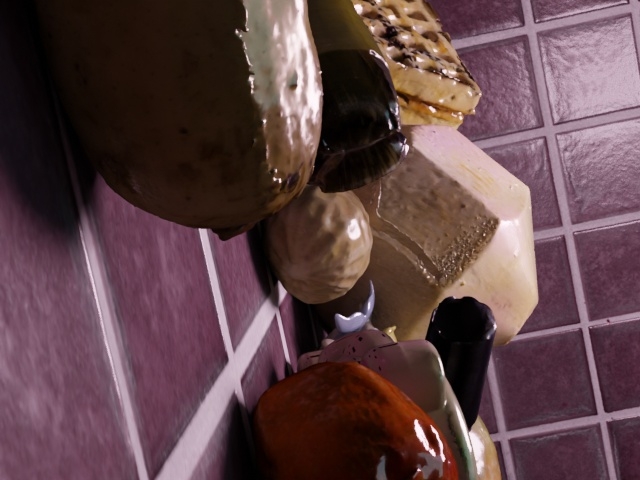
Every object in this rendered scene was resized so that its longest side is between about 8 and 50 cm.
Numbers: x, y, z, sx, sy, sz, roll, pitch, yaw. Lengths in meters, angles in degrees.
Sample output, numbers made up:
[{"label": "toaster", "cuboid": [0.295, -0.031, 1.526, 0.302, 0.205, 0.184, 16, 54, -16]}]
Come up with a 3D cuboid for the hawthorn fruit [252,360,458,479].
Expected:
[{"label": "hawthorn fruit", "cuboid": [0.017, 0.185, 0.857, 0.179, 0.173, 0.173, 56, 0, 13]}]

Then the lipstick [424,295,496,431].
[{"label": "lipstick", "cuboid": [0.131, 0.221, 1.213, 0.418, 0.077, 0.077, 95, -8, -46]}]

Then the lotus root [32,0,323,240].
[{"label": "lotus root", "cuboid": [-0.078, -0.139, 0.554, 0.160, 0.146, 0.284, -135, -144, -63]}]

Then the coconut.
[{"label": "coconut", "cuboid": [0.141, 0.020, 1.479, 0.352, 0.352, 0.352, -11, 90, -85]}]

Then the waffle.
[{"label": "waffle", "cuboid": [0.063, -0.319, 1.607, 0.114, 0.261, 0.376, -54, -144, 29]}]

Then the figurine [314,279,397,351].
[{"label": "figurine", "cuboid": [0.070, 0.161, 1.314, 0.128, 0.184, 0.208, -43, 126, -50]}]

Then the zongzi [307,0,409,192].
[{"label": "zongzi", "cuboid": [0.002, -0.107, 1.151, 0.317, 0.154, 0.289, 79, -8, -51]}]

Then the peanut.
[{"label": "peanut", "cuboid": [0.000, 0.000, 1.233, 0.298, 0.120, 0.136, -44, 147, -85]}]

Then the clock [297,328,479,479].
[{"label": "clock", "cuboid": [0.065, 0.231, 1.075, 0.309, 0.114, 0.284, 130, -48, -74]}]

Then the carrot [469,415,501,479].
[{"label": "carrot", "cuboid": [0.156, 0.401, 1.486, 0.224, 0.224, 0.340, 57, 21, -76]}]
